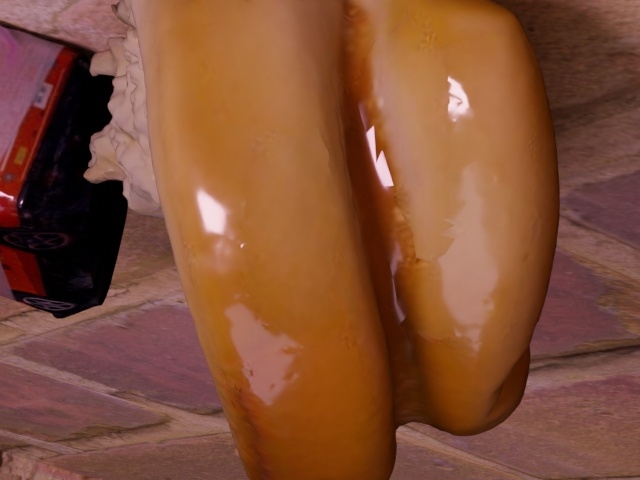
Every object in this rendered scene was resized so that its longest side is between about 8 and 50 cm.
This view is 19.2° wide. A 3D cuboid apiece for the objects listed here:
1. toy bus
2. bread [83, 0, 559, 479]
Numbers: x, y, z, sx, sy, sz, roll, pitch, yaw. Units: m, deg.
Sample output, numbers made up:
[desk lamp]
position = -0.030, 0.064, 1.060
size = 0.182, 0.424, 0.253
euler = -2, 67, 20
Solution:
[toy bus]
position = -0.212, -0.043, 1.324
size = 0.147, 0.128, 0.303
euler = 18, 165, 0
[bread]
position = 0.007, -0.024, 1.125
size = 0.245, 0.329, 0.424
euler = -29, 161, -5
